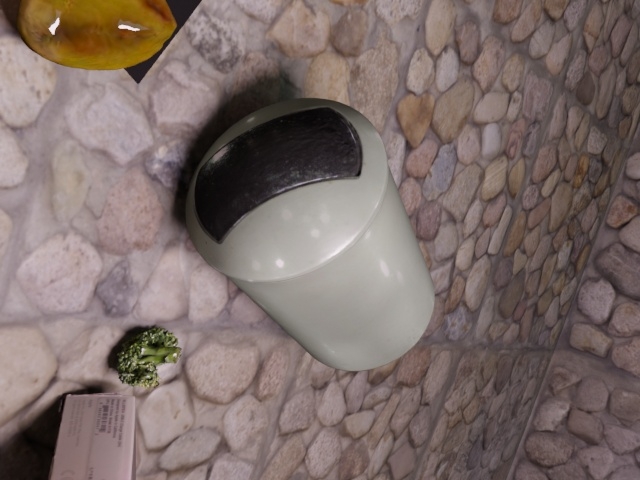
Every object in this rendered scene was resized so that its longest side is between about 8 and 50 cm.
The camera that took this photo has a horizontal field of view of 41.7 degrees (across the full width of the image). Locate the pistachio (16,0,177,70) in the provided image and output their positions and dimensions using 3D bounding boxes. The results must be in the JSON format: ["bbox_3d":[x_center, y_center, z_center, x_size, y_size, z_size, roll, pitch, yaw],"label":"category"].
[{"bbox_3d":[-0.246,-0.236,0.897,0.189,0.100,0.110,-17,156,-49],"label":"pistachio"}]

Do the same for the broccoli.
[{"bbox_3d":[-0.228,0.160,1.147,0.097,0.092,0.095,54,38,-63],"label":"broccoli"}]

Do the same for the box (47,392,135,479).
[{"bbox_3d":[-0.287,0.353,1.062,0.106,0.203,0.251,2,114,-12],"label":"box"}]

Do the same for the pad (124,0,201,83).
[{"bbox_3d":[-0.191,-0.330,1.000,0.245,0.006,0.170,-58,144,-14],"label":"pad"}]

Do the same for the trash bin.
[{"bbox_3d":[0.000,0.000,1.210,0.280,0.280,0.432,-57,147,-16],"label":"trash bin"}]
